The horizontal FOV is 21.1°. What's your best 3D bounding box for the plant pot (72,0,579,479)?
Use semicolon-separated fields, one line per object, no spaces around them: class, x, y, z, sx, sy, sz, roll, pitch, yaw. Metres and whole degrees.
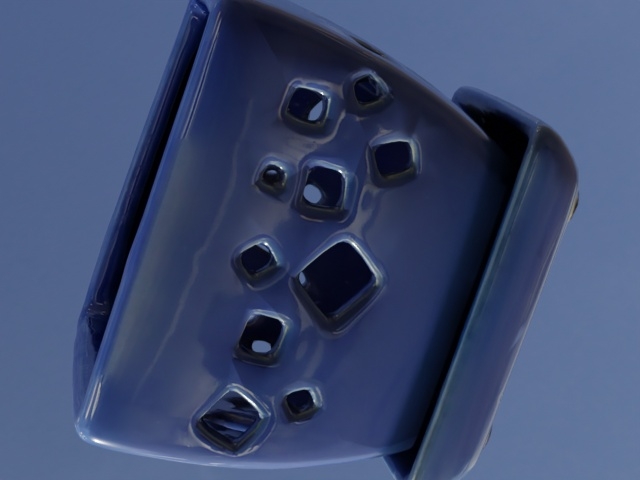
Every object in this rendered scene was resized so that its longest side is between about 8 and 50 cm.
plant pot;0.000;0.000;0.933;0.212;0.236;0.236;18;-83;-11
